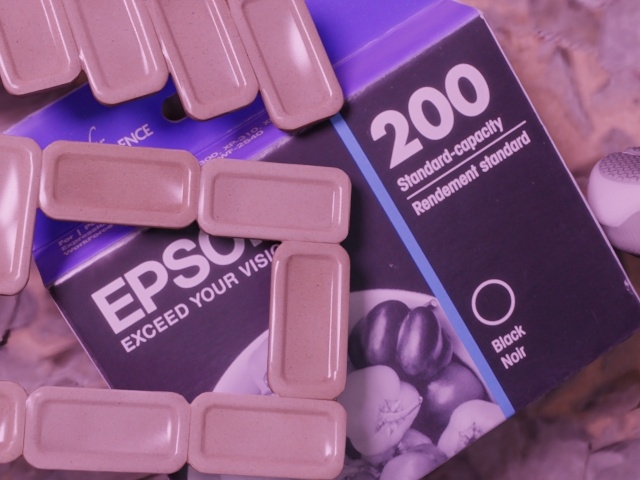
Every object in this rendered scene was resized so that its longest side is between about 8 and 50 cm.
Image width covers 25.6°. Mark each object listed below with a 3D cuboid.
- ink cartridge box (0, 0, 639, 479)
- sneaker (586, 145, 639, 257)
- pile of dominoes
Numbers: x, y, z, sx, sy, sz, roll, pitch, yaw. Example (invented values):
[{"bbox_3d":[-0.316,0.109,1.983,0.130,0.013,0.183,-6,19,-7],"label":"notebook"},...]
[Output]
[{"bbox_3d":[0.000,0.000,0.570,0.206,0.045,0.208,-33,99,-8],"label":"ink cartridge box"},{"bbox_3d":[0.236,0.038,0.643,0.281,0.105,0.115,19,98,-21],"label":"sneaker"},{"bbox_3d":[-0.112,-0.015,0.527,0.251,0.040,0.196,5,80,-11],"label":"pile of dominoes"}]
